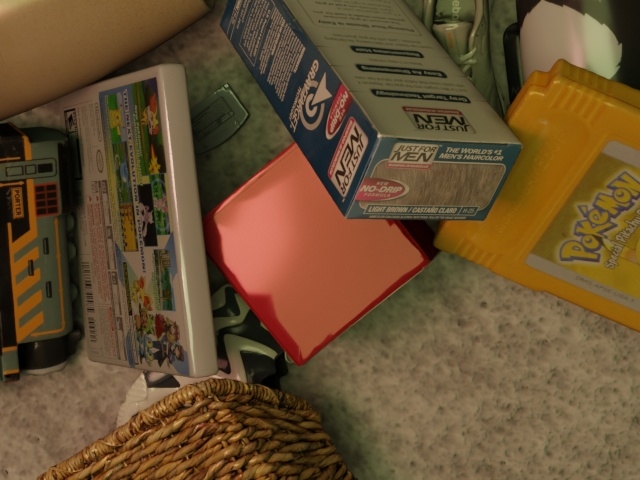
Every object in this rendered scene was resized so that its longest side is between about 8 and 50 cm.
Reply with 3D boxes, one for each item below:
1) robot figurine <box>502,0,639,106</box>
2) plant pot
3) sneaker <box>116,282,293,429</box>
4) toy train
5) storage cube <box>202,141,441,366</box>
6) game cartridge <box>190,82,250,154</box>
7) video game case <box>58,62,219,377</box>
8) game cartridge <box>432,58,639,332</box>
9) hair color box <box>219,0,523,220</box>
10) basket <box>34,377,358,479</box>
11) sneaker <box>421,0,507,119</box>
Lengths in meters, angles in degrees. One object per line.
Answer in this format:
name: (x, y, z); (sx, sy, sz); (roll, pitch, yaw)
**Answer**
robot figurine: (0.297, -0.201, 1.508); (0.174, 0.209, 0.278); (-6, 93, -1)
plant pot: (-0.265, -0.282, 1.562); (0.274, 0.256, 0.256); (-11, 92, 9)
sneaker: (-0.121, 0.182, 1.657); (0.153, 0.094, 0.235); (41, 90, 14)
toy train: (-0.377, 0.015, 1.648); (0.190, 0.142, 0.333); (-8, 106, -22)
storage cube: (0.000, 0.000, 1.577); (0.215, 0.184, 0.193); (-40, 88, 10)
game cartridge: (-0.127, -0.141, 1.676); (0.083, 0.017, 0.056); (-35, 84, 11)
video game case: (-0.210, -0.018, 1.587); (0.036, 0.300, 0.329); (-7, 93, -31)
game cartridge: (0.315, -0.026, 1.466); (0.324, 0.052, 0.285); (21, 138, -5)
hair color box: (0.042, -0.165, 1.466); (0.347, 0.174, 0.105); (58, 137, 42)
basket: (-0.136, 0.272, 1.599); (0.299, 0.213, 0.223); (-35, 90, 27)
sneaker: (0.149, -0.196, 1.565); (0.099, 0.121, 0.262); (-7, 93, 12)
